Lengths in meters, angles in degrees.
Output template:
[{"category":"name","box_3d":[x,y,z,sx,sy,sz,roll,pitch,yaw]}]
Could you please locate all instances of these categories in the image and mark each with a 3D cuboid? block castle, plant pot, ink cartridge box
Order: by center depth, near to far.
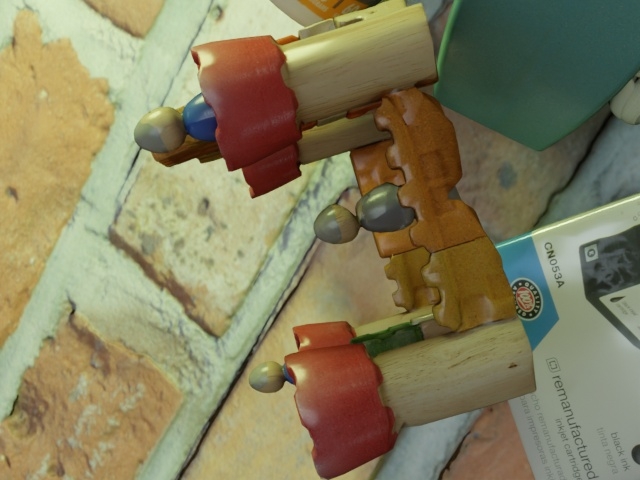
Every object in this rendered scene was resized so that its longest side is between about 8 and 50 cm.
[{"category":"block castle","box_3d":[0.000,0.000,1.026,0.212,0.453,0.303,-17,89,-1]},{"category":"plant pot","box_3d":[0.193,-0.201,1.045,0.165,0.165,0.234,25,133,-1]},{"category":"ink cartridge box","box_3d":[0.302,0.064,1.057,0.307,0.129,0.223,-21,85,28]}]

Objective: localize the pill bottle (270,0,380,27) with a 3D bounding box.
[{"category":"pill bottle","box_3d":[0.059,-0.322,1.132,0.278,0.162,0.162,-39,77,27]}]

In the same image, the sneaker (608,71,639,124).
[{"category":"sneaker","box_3d":[0.363,-0.158,1.022,0.292,0.110,0.118,-30,90,28]}]
